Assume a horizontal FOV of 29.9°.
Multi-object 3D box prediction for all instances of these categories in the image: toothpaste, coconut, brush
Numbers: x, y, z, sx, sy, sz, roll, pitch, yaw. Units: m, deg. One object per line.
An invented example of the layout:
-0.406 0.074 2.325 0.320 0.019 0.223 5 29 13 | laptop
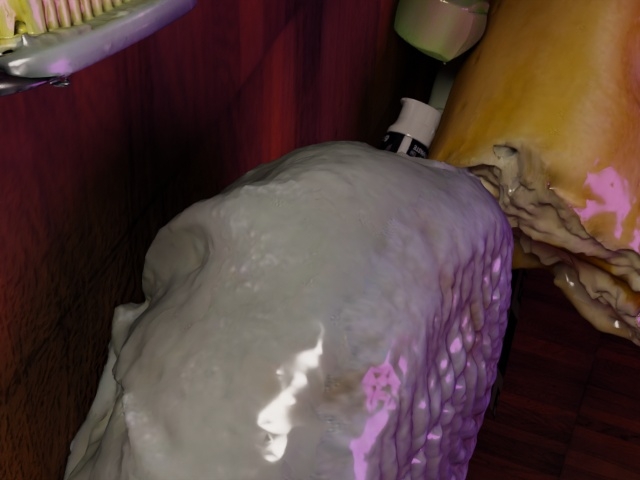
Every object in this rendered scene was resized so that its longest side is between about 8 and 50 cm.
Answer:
0.058 -0.040 1.133 0.193 0.045 0.071 -67 156 -6 | toothpaste
0.109 -0.203 1.059 0.082 0.083 0.081 -97 -155 -69 | coconut
-0.078 -0.116 0.491 0.297 0.068 0.060 -52 134 -65 | brush

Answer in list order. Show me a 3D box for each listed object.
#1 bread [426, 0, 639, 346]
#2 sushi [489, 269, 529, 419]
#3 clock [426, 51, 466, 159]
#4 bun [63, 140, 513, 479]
0.285 -0.113 1.153 0.250 0.361 0.394 -14 -131 54 | bread
0.210 0.013 1.680 0.296 0.100 0.373 -94 -167 -70 | sushi
0.183 -0.092 1.414 0.324 0.109 0.265 -31 134 -71 | clock
-0.020 0.098 0.658 0.354 0.194 0.354 19 90 -74 | bun
